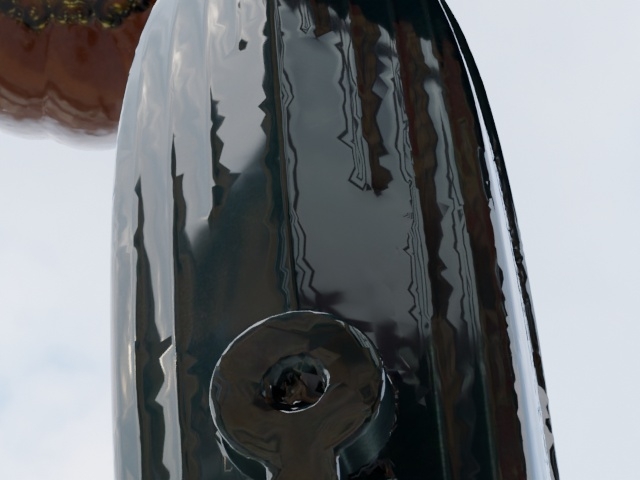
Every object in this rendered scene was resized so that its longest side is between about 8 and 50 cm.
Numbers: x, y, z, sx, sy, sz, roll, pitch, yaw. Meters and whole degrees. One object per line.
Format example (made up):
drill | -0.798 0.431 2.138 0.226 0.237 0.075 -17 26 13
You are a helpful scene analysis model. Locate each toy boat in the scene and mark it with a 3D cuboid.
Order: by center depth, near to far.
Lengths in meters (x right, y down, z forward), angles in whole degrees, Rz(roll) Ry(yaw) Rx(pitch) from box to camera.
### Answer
toy boat | 0.001 0.003 0.463 0.114 0.296 0.122 -9 -41 6

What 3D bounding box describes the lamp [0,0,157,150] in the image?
lamp | -0.131 -0.161 0.900 0.223 0.196 0.223 0 -94 -3
